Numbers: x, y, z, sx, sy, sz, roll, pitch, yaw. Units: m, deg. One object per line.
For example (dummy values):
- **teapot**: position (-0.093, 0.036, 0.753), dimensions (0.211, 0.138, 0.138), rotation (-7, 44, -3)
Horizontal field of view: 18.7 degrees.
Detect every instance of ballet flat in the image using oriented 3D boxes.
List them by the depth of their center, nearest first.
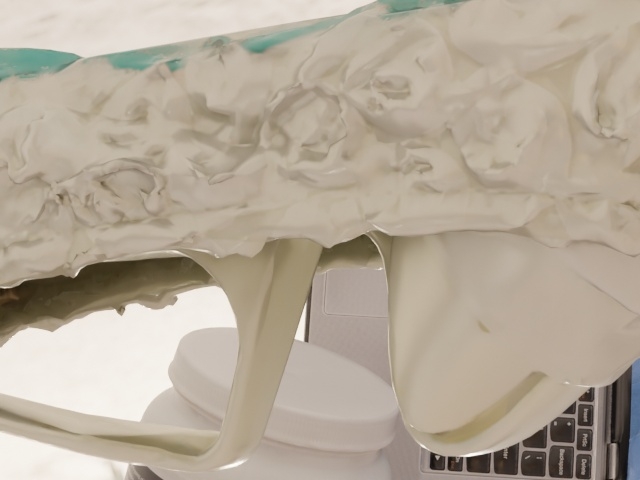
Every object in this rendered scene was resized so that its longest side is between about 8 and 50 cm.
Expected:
- **ballet flat**: position (0.000, 0.000, 0.560), dimensions (0.408, 0.147, 0.147), rotation (-3, 174, 24)

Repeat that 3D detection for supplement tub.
- **supplement tub**: position (-0.058, 0.220, 1.422), dimensions (0.191, 0.272, 0.191), rotation (15, -166, -4)

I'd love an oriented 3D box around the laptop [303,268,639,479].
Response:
- **laptop**: position (0.189, 0.009, 1.509), dimensions (0.407, 0.382, 0.236), rotation (3, 166, 3)
